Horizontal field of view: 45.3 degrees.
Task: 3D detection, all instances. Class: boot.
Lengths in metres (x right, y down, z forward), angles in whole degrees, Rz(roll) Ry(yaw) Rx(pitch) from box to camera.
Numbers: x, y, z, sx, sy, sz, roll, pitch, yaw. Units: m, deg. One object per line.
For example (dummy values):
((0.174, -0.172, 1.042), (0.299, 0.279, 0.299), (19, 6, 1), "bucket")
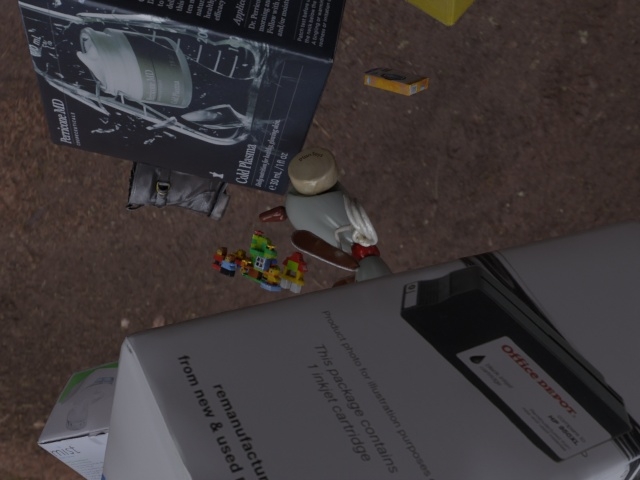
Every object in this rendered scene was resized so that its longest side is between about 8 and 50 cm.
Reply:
((-0.300, -0.172, 1.688), (0.229, 0.091, 0.262), (14, 93, -20), "boot")

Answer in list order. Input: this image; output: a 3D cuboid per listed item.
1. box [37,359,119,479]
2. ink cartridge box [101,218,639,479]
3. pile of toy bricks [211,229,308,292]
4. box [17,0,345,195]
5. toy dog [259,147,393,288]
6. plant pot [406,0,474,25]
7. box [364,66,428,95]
((-0.194, 0.264, 1.023), (0.262, 0.126, 0.231), (-19, 126, 32), "box")
((0.069, 0.162, 0.515), (0.395, 0.166, 0.285), (-11, 141, -31), "ink cartridge box")
((-0.131, 0.032, 1.621), (0.118, 0.212, 0.105), (5, 100, -48), "pile of toy bricks")
((-0.228, -0.348, 1.356), (0.472, 0.297, 0.480), (13, 156, -6), "box")
((0.000, 0.000, 1.241), (0.161, 0.333, 0.220), (-26, 119, 2), "toy dog")
((0.255, -0.620, 1.590), (0.212, 0.212, 0.187), (-49, 163, -15), "plant pot")
((0.164, -0.360, 1.724), (0.081, 0.136, 0.028), (-29, 130, -45), "box")
